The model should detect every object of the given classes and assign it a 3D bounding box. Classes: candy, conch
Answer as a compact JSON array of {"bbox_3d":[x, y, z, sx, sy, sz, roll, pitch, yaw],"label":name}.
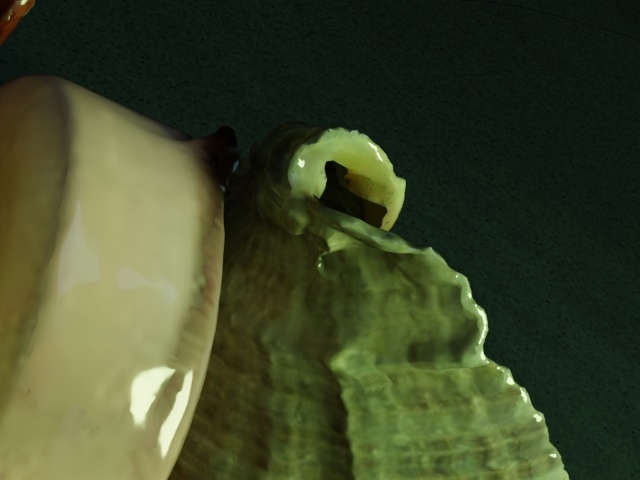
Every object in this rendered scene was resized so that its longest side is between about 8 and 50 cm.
[{"bbox_3d":[-0.132,0.044,0.756,0.094,0.255,0.255,22,36,-28],"label":"candy"},{"bbox_3d":[-0.013,0.085,0.850,0.297,0.210,0.352,43,-5,12],"label":"conch"}]

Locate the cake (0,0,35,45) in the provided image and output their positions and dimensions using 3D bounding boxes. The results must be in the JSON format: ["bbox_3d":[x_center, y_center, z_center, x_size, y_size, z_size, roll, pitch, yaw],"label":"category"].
[{"bbox_3d":[-0.285,-0.194,0.857,0.319,0.269,0.270,36,31,-14],"label":"cake"}]
